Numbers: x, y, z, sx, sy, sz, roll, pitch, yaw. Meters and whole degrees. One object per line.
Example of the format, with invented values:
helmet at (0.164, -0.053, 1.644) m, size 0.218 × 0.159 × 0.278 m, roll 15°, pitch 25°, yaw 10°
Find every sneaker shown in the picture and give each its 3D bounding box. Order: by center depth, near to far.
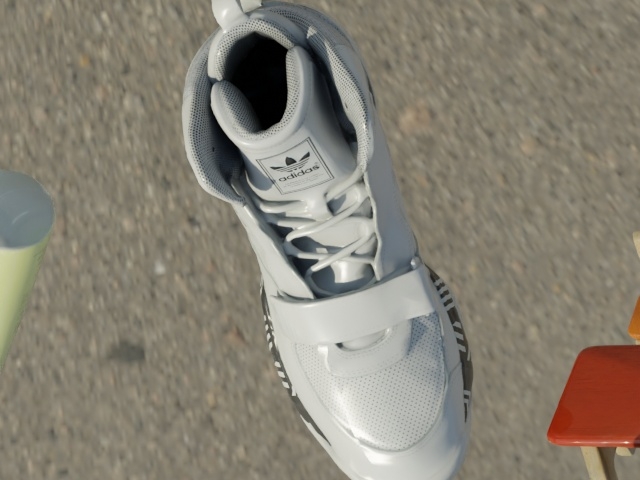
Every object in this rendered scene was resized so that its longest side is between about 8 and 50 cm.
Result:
sneaker at (0.000, 0.000, 1.273) m, size 0.137 × 0.210 × 0.365 m, roll -18°, pitch 82°, yaw 7°

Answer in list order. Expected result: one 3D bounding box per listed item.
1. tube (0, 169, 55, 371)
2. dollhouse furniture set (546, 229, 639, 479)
tube at (-0.227, 0.039, 1.300) m, size 0.062 × 0.070 × 0.240 m, roll 37°, pitch 148°, yaw 6°
dollhouse furniture set at (0.259, 0.090, 1.100) m, size 0.259 × 0.262 × 0.135 m, roll -3°, pitch 131°, yaw 30°
